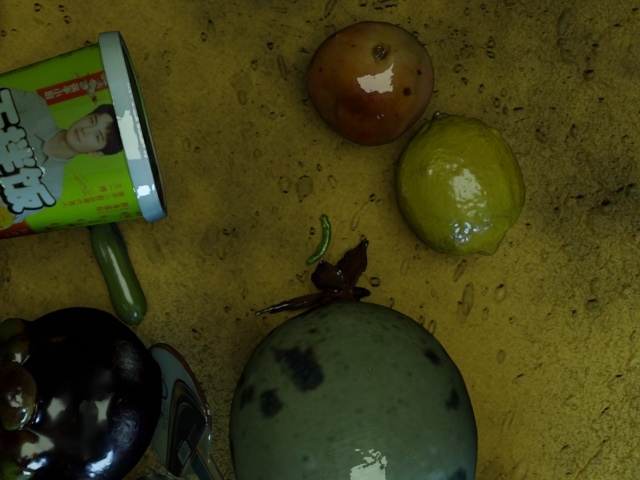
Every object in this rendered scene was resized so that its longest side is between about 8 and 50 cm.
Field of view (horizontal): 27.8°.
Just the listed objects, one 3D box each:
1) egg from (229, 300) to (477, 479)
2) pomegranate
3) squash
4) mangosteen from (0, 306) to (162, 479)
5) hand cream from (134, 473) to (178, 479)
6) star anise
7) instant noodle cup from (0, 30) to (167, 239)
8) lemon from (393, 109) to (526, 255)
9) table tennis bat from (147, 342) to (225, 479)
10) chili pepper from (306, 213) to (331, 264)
[{"bbox_3d":[0.049,0.280,1.779,0.345,0.428,0.345,-7,130,-8],"label":"egg"},{"bbox_3d":[0.073,-0.236,1.927,0.191,0.191,0.191,1,86,-10],"label":"pomegranate"},{"bbox_3d":[-0.301,0.039,1.910,0.052,0.052,0.183,-19,87,-11],"label":"squash"},{"bbox_3d":[-0.368,0.221,1.800,0.287,0.233,0.288,-1,94,-10],"label":"mangosteen"},{"bbox_3d":[-0.286,0.510,1.850,0.185,0.118,0.359,26,100,-10],"label":"hand cream"},{"bbox_3d":[-0.002,0.080,1.963,0.140,0.144,0.158,-8,97,-55],"label":"star anise"},{"bbox_3d":[-0.394,-0.124,1.806,0.307,0.294,0.294,-14,89,-4],"label":"instant noodle cup"},{"bbox_3d":[0.206,-0.082,1.934,0.192,0.192,0.231,-21,89,-11],"label":"lemon"},{"bbox_3d":[-0.186,0.280,1.826,0.022,0.173,0.301,-8,51,-37],"label":"table tennis bat"},{"bbox_3d":[0.000,0.000,1.981,0.030,0.017,0.083,14,81,-8],"label":"chili pepper"}]
